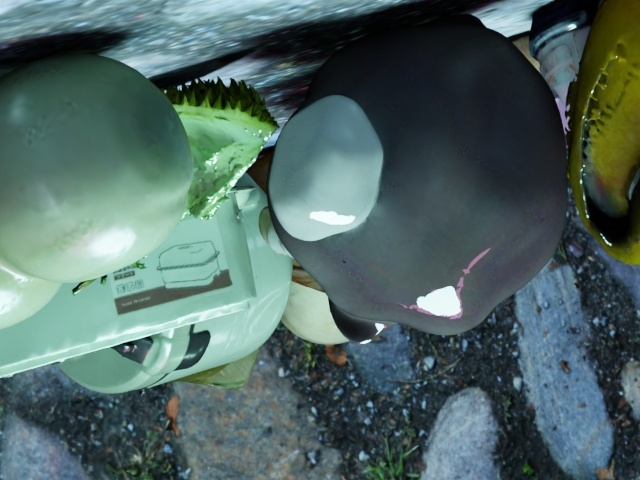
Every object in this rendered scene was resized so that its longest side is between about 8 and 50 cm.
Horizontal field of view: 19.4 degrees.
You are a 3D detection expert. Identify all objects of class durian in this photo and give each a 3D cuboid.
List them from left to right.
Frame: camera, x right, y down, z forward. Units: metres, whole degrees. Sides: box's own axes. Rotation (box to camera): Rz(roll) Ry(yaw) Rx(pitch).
[{"bbox_3d":[-0.116,-0.049,1.278,0.215,0.100,0.086,-38,160,33],"label":"durian"}]

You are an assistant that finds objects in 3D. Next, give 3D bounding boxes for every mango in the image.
[{"bbox_3d":[0.247,-0.093,1.289,0.156,0.248,0.151,1,-144,-5],"label":"mango"}]

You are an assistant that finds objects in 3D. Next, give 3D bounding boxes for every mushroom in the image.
[{"bbox_3d":[0.000,0.000,2.246,0.202,0.246,0.246,11,180,3],"label":"mushroom"}]

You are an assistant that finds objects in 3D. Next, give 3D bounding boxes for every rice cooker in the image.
[{"bbox_3d":[-0.165,0.028,1.818,0.226,0.226,0.244,-16,179,43],"label":"rice cooker"}]

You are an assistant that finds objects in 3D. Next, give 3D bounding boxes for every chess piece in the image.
[{"bbox_3d":[-0.225,-0.007,1.077,0.330,0.182,0.182,-22,175,26],"label":"chess piece"}]

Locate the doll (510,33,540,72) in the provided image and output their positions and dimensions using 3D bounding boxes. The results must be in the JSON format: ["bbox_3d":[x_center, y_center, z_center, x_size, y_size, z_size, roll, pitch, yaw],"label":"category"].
[{"bbox_3d":[0.128,-0.085,1.610,0.303,0.156,0.201,-20,162,17],"label":"doll"}]

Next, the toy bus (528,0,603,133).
[{"bbox_3d":[0.320,-0.147,1.432,0.303,0.147,0.127,-16,173,1],"label":"toy bus"}]

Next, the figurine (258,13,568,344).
[{"bbox_3d":[0.041,-0.062,1.357,0.218,0.206,0.365,-38,-160,-9],"label":"figurine"}]

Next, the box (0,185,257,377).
[{"bbox_3d":[-0.201,0.010,1.475,0.291,0.166,0.220,-15,178,-15],"label":"box"}]

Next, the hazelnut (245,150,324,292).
[{"bbox_3d":[0.001,-0.033,2.035,0.182,0.182,0.182,-15,178,0],"label":"hazelnut"}]

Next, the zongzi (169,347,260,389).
[{"bbox_3d":[-0.269,0.021,2.167,0.393,0.174,0.356,20,161,13],"label":"zongzi"}]
